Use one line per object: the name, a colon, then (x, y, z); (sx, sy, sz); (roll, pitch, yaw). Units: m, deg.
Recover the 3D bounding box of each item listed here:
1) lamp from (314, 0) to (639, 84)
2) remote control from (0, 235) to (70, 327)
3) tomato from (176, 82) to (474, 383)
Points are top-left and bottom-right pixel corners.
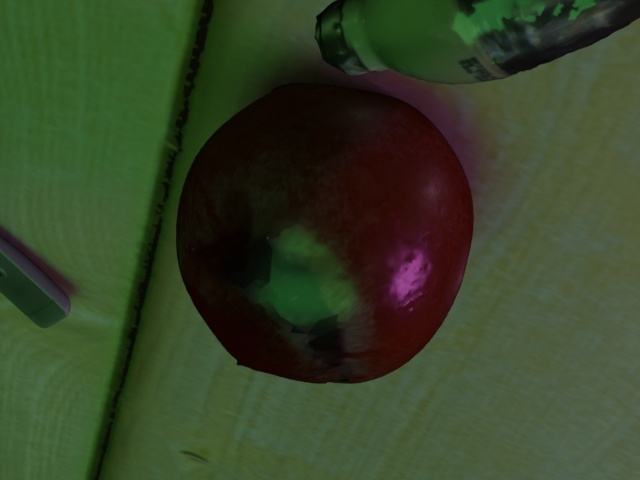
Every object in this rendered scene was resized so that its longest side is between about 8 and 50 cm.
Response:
lamp: (0.109, -0.148, 0.935); (0.250, 0.101, 0.101); (-14, 128, 30)
remote control: (-0.290, 0.004, 1.358); (0.184, 0.027, 0.050); (45, 135, -17)
tomato: (0.000, 0.000, 1.081); (0.208, 0.184, 0.208); (14, 141, 11)
